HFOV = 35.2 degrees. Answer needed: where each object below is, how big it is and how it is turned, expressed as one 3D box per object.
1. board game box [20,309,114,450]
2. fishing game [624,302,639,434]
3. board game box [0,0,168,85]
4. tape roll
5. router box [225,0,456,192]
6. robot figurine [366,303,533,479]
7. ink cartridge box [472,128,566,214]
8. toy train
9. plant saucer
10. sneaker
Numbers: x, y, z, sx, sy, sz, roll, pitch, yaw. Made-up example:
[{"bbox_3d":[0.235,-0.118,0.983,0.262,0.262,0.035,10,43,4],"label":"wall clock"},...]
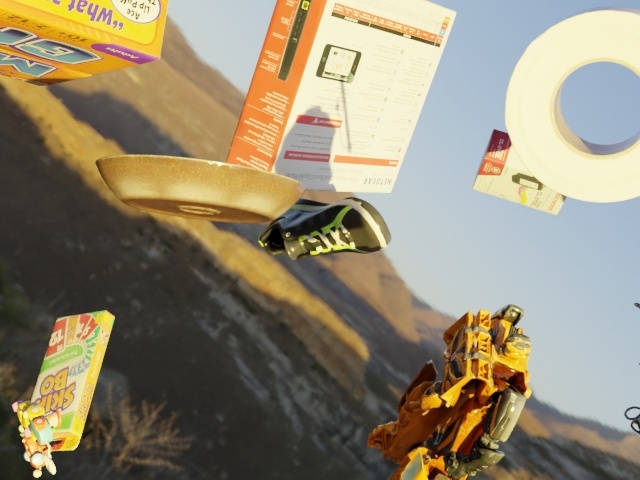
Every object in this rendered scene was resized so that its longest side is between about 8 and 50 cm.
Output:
[{"bbox_3d":[-0.455,0.252,1.808,0.124,0.259,0.039,-10,-34,29],"label":"board game box"},{"bbox_3d":[0.240,0.090,0.725,0.041,0.264,0.189,9,-39,16],"label":"fishing game"},{"bbox_3d":[-0.413,-0.425,1.266,0.356,0.356,0.356,13,-7,-39],"label":"board game box"},{"bbox_3d":[0.424,-0.202,1.501,0.286,0.286,0.100,44,25,3],"label":"tape roll"},{"bbox_3d":[0.038,-0.222,1.443,0.082,0.301,0.335,28,16,30],"label":"router box"},{"bbox_3d":[0.141,0.198,1.132,0.085,0.291,0.211,23,37,-9],"label":"robot figurine"},{"bbox_3d":[0.393,-0.130,1.928,0.175,0.072,0.127,18,-25,6],"label":"ink cartridge box"},{"bbox_3d":[-0.422,0.300,1.536,0.166,0.046,0.125,-14,-85,60],"label":"toy train"},{"bbox_3d":[-0.113,-0.044,0.950,0.199,0.036,0.198,5,-6,1],"label":"plant saucer"},{"bbox_3d":[0.000,0.000,1.401,0.235,0.097,0.084,2,-50,52],"label":"sneaker"}]
